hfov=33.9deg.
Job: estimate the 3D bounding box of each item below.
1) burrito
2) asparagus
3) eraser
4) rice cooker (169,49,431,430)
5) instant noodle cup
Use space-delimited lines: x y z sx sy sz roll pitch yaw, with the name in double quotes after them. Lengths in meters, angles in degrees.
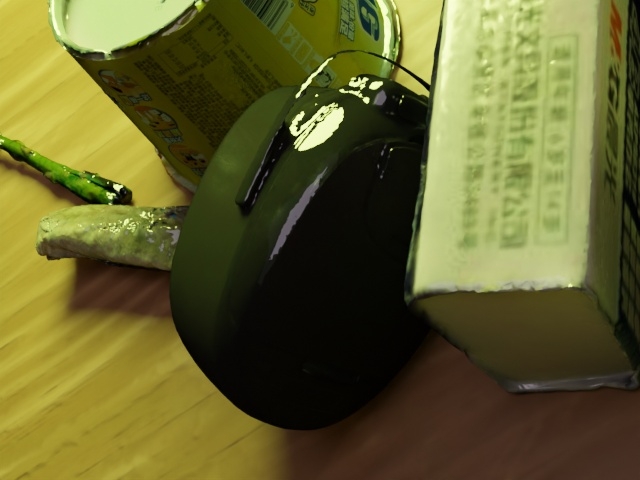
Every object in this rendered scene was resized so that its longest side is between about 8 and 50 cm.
-0.127 -0.003 0.718 0.171 0.042 0.051 7 41 31 "burrito"
-0.227 -0.063 0.837 0.233 0.023 0.022 23 34 39 "asparagus"
0.119 -0.077 0.545 0.086 0.130 0.287 -6 60 29 "eraser"
0.001 -0.001 0.571 0.118 0.142 0.203 23 87 48 "rice cooker"
-0.069 -0.144 0.693 0.205 0.153 0.205 -15 59 26 "instant noodle cup"
